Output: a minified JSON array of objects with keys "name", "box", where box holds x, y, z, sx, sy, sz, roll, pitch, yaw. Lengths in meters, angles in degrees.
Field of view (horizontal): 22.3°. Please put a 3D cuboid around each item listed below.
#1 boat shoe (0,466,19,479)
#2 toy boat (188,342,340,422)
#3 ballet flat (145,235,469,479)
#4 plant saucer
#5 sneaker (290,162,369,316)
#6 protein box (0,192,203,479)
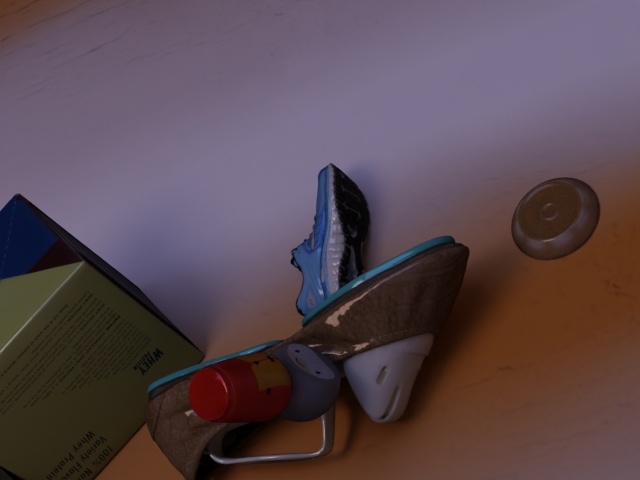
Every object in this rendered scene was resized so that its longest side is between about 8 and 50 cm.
[{"name":"boat shoe","box":[-0.310,0.268,1.529,0.111,0.104,0.307,-34,47,-2]},{"name":"toy boat","box":[-0.018,0.240,1.298,0.267,0.148,0.318,-16,81,36]},{"name":"ballet flat","box":[-0.001,0.122,1.424,0.342,0.116,0.124,-28,71,16]},{"name":"plant saucer","box":[0.204,-0.023,1.433,0.083,0.015,0.083,-16,54,24]},{"name":"sneaker","box":[0.000,0.000,1.520,0.073,0.063,0.162,-16,54,29]},{"name":"protein box","box":[-0.261,0.105,1.529,0.200,0.201,0.136,-48,48,-2]}]
